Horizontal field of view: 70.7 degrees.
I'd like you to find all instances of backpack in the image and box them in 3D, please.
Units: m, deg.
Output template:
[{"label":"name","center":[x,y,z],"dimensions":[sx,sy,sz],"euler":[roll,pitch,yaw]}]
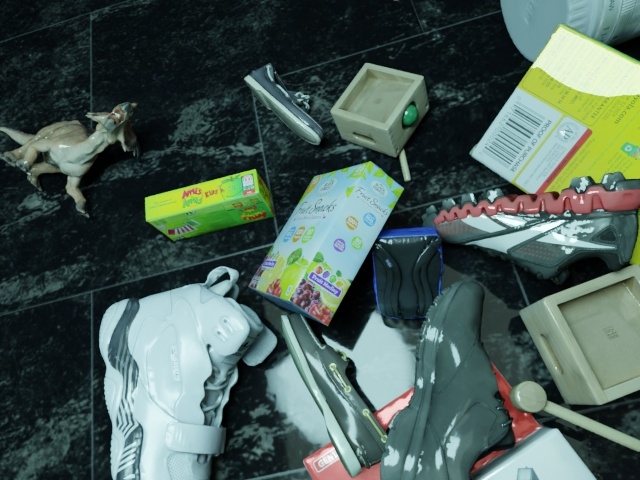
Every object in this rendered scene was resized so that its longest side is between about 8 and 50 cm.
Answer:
[{"label":"backpack","center":[0.124,0.043,0.631],"dimensions":[0.098,0.101,0.120],"euler":[-3,102,13]}]

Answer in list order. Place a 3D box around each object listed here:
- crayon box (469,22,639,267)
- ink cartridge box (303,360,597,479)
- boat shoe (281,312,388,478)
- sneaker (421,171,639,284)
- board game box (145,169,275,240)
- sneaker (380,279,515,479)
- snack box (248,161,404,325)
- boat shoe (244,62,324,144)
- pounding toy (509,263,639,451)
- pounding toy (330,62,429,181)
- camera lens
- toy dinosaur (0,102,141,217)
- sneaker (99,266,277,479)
[{"label":"crayon box","center":[0.389,-0.108,0.586],"dimensions":[0.318,0.081,0.202],"euler":[43,124,22]},{"label":"ink cartridge box","center":[0.157,0.309,0.540],"dimensions":[0.296,0.066,0.261],"euler":[-33,68,-2]},{"label":"boat shoe","center":[0.016,0.190,0.606],"dimensions":[0.069,0.081,0.227],"euler":[-24,62,-13]},{"label":"sneaker","center":[0.264,-0.006,0.594],"dimensions":[0.276,0.098,0.134],"euler":[-5,95,38]},{"label":"board game box","center":[-0.174,-0.054,0.727],"dimensions":[0.182,0.092,0.043],"euler":[-13,68,6]},{"label":"sneaker","center":[0.171,0.184,0.542],"dimensions":[0.130,0.109,0.286],"euler":[9,65,28]},{"label":"snack box","center":[0.000,0.000,0.632],"dimensions":[0.070,0.174,0.207],"euler":[37,75,-21]},{"label":"boat shoe","center":[-0.054,-0.245,0.786],"dimensions":[0.065,0.075,0.206],"euler":[-43,63,-3]},{"label":"pounding toy","center":[0.315,0.155,0.546],"dimensions":[0.206,0.094,0.181],"euler":[-19,71,-4]},{"label":"pounding toy","center":[0.108,-0.192,0.733],"dimensions":[0.141,0.100,0.130],"euler":[27,76,30]},{"label":"camera lens","center":[0.443,-0.409,0.671],"dimensions":[0.275,0.219,0.219],"euler":[-20,67,3]},{"label":"toy dinosaur","center":[-0.443,-0.177,0.818],"dimensions":[0.296,0.127,0.200],"euler":[21,67,30]},{"label":"sneaker","center":[-0.156,0.209,0.599],"dimensions":[0.210,0.137,0.365],"euler":[-26,64,4]}]
